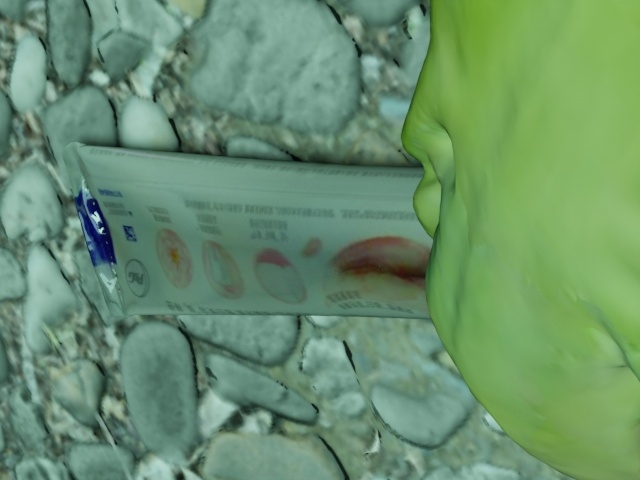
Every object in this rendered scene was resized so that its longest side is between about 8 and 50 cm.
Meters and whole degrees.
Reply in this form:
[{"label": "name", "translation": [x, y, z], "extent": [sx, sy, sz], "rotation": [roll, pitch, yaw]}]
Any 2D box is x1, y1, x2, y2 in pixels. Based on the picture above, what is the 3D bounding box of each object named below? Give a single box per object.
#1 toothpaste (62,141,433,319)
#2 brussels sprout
[{"label": "toothpaste", "translation": [0.000, 0.000, 0.776], "extent": [0.323, 0.066, 0.100], "rotation": [2, 116, 39]}, {"label": "brussels sprout", "translation": [0.176, -0.043, 0.474], "extent": [0.344, 0.268, 0.344], "rotation": [3, 131, 3]}]
